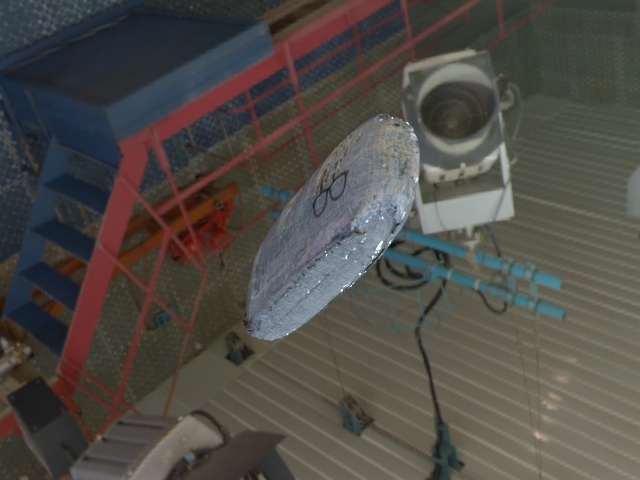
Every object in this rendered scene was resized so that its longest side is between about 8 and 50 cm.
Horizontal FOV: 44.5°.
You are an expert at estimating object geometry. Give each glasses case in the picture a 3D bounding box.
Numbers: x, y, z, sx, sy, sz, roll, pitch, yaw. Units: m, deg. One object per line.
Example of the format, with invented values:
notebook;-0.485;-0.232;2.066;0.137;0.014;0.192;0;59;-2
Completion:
glasses case;0.000;0.000;0.655;0.067;0.282;0.109;22;-123;-17
